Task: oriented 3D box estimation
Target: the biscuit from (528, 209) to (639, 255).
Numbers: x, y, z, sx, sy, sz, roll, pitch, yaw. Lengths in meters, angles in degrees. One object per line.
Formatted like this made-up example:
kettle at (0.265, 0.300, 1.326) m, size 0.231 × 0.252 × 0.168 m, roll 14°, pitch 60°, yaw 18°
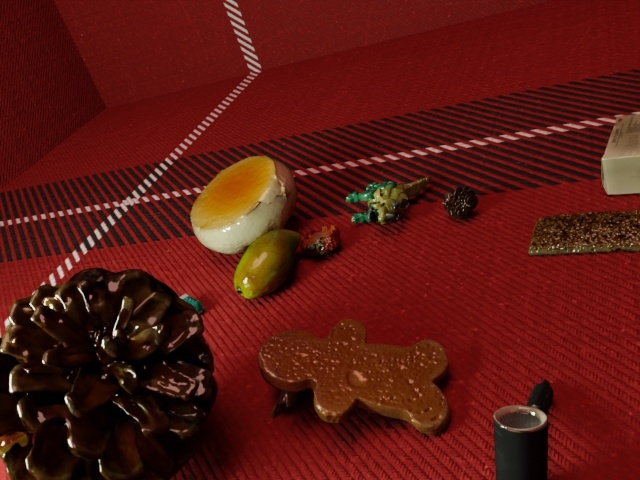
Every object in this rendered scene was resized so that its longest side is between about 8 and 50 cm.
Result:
biscuit at (0.533, -0.017, 1.454) m, size 0.231 × 0.025 × 0.131 m, roll -4°, pitch 31°, yaw 29°

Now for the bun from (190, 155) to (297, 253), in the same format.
bun at (-0.179, -0.074, 1.895) m, size 0.299 × 0.165 × 0.299 m, roll -24°, pitch 37°, yaw 20°

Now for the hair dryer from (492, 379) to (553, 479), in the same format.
hair dryer at (0.305, 0.270, 1.047) m, size 0.070 × 0.128 × 0.255 m, roll 2°, pitch 13°, yaw 27°

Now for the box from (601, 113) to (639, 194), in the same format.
box at (0.707, -0.192, 1.573) m, size 0.168 × 0.095 × 0.212 m, roll 0°, pitch 33°, yaw 32°

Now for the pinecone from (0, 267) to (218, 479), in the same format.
pinecone at (-0.350, 0.234, 1.184) m, size 0.398 × 0.397 × 0.397 m, roll -16°, pitch 28°, yaw 9°

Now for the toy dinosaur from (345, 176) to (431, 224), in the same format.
toy dinosaur at (0.174, -0.106, 1.799) m, size 0.153 × 0.094 × 0.259 m, roll 5°, pitch 29°, yaw 40°

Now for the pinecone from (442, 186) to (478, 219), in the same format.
pinecone at (0.315, -0.086, 1.674) m, size 0.077 × 0.077 × 0.083 m, roll -34°, pitch 26°, yaw -24°

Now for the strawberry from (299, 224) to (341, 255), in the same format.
strawberry at (0.002, 0.003, 1.762) m, size 0.104 × 0.048 × 0.152 m, roll -26°, pitch 11°, yaw 5°

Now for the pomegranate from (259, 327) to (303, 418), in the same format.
pomegranate at (-0.054, 0.240, 1.320) m, size 0.122 × 0.122 × 0.161 m, roll -3°, pitch 70°, yaw 31°

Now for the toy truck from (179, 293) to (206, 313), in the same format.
toy truck at (-0.302, 0.150, 1.703) m, size 0.039 × 0.044 × 0.083 m, roll -33°, pitch 30°, yaw -28°

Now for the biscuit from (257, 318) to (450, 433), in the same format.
biscuit at (0.054, 0.221, 1.226) m, size 0.324 × 0.049 × 0.205 m, roll 8°, pitch 42°, yaw 4°

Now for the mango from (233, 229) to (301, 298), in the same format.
mango at (-0.114, 0.044, 1.694) m, size 0.125 × 0.111 × 0.233 m, roll 7°, pitch 36°, yaw 33°
